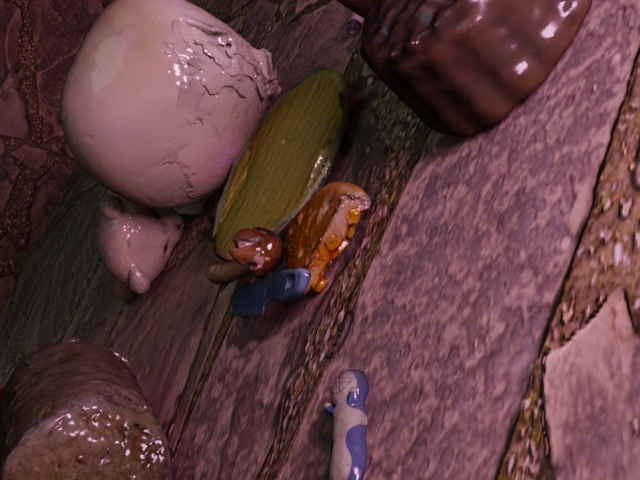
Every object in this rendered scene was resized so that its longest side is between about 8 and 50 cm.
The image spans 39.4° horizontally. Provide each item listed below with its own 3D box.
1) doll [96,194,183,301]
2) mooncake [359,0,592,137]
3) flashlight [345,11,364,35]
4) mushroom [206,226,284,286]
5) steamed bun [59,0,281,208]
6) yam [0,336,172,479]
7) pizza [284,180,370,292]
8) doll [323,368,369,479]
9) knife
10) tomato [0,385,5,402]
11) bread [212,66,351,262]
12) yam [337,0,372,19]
[{"bbox_3d":[-0.316,0.001,1.551,0.149,0.175,0.278,-24,5,-17],"label":"doll"},{"bbox_3d":[0.140,-0.220,0.840,0.228,0.124,0.228,-44,26,28],"label":"mooncake"},{"bbox_3d":[0.058,-0.332,1.290,0.018,0.018,0.083,-26,38,53],"label":"flashlight"},{"bbox_3d":[-0.102,0.023,1.073,0.060,0.061,0.187,-55,18,-27],"label":"mushroom"},{"bbox_3d":[-0.211,-0.189,1.344,0.233,0.334,0.312,31,98,36],"label":"steamed bun"},{"bbox_3d":[-0.286,0.242,1.060,0.195,0.195,0.300,-59,21,-2],"label":"yam"},{"bbox_3d":[0.000,0.000,0.947,0.178,0.041,0.131,-42,31,52],"label":"pizza"},{"bbox_3d":[0.022,0.156,0.728,0.037,0.027,0.125,-35,31,30],"label":"doll"},{"bbox_3d":[-0.061,0.061,0.983,0.313,0.019,0.044,159,122,-71],"label":"knife"},{"bbox_3d":[-0.469,0.315,1.413,0.195,0.136,0.195,-43,30,32],"label":"tomato"},{"bbox_3d":[-0.048,-0.099,1.183,0.301,0.045,0.301,-45,29,33],"label":"bread"},{"bbox_3d":[0.077,-0.279,1.023,0.079,0.141,0.079,-48,25,30],"label":"yam"}]
